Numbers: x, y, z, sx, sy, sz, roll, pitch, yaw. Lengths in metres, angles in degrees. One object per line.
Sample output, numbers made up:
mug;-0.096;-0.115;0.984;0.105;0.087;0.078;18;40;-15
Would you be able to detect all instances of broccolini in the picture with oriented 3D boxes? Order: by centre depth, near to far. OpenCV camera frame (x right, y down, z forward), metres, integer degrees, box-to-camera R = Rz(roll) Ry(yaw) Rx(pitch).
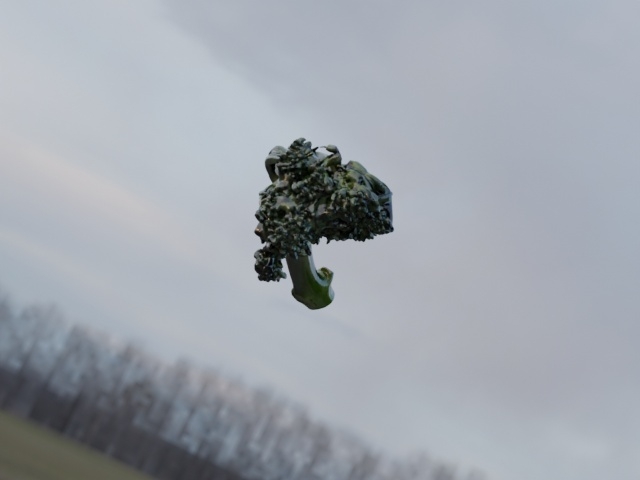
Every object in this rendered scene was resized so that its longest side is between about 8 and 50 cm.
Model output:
broccolini;-0.002;-0.007;0.713;0.054;0.052;0.194;-19;-8;-2
